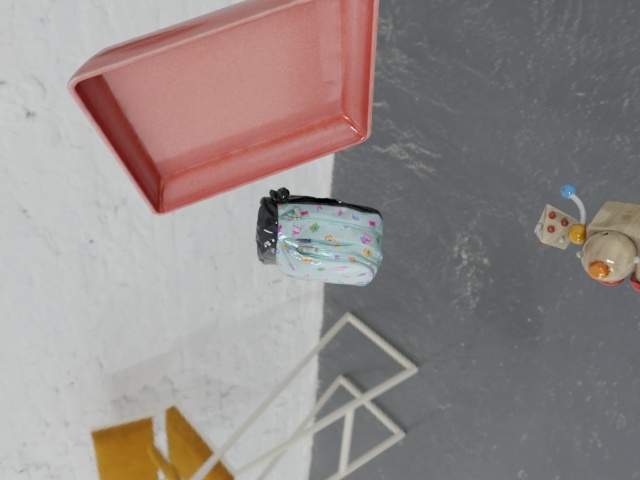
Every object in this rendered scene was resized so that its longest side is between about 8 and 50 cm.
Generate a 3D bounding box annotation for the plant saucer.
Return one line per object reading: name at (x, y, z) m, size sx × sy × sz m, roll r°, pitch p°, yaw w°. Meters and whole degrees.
plant saucer at (-0.075, -0.135, 0.634) m, size 0.259 × 0.259 × 0.047 m, roll 83°, pitch 165°, yaw -68°

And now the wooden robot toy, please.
wooden robot toy at (0.217, 0.014, 0.465) m, size 0.173 × 0.079 × 0.076 m, roll 12°, pitch 124°, yaw 41°

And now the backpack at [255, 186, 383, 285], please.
backpack at (0.000, 0.000, 0.960) m, size 0.152 × 0.182 × 0.115 m, roll 105°, pitch 172°, yaw -77°
